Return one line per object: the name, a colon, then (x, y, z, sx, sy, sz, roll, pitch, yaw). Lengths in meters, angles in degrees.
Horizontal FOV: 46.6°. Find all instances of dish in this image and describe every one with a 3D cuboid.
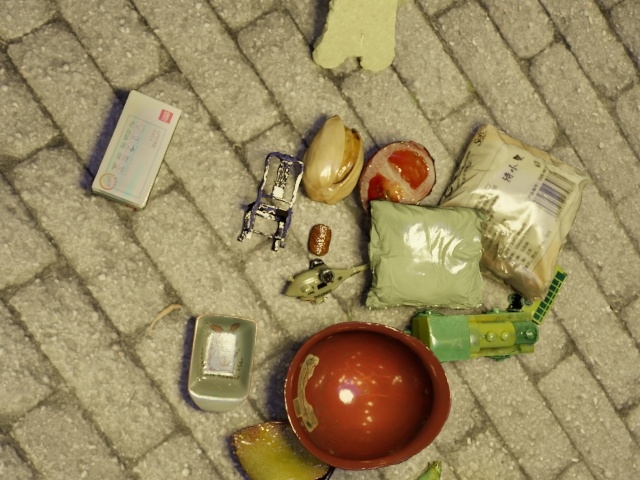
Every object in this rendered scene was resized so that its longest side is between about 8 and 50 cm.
dish: (-0.244, 0.300, 1.819, 0.154, 0.064, 0.234, 8, 83, -14)

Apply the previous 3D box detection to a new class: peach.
peach: (-0.098, 0.526, 1.839, 0.279, 0.068, 0.189, 29, 87, -13)

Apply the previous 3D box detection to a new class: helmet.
helmet: (0.114, 0.369, 1.809, 0.385, 0.230, 0.337, -5, 80, 4)

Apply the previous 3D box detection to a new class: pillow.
pillow: (0.266, 0.046, 1.860, 0.310, 0.138, 0.283, 4, 97, -2)

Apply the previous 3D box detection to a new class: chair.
chair: (-0.118, -0.097, 1.855, 0.106, 0.113, 0.229, 17, 83, -14)

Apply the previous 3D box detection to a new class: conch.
conch: (0.270, 0.640, 1.906, 0.079, 0.106, 0.170, 35, 74, -10)

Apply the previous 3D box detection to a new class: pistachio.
pistachio: (0.031, -0.204, 1.891, 0.157, 0.157, 0.229, 22, 73, -12)

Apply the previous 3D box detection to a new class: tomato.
tomato: (0.179, -0.161, 1.926, 0.228, 0.112, 0.199, -47, 118, -4)

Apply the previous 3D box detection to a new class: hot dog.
hot dog: (0.000, 0.000, 1.920, 0.058, 0.035, 0.083, 13, 82, -13)

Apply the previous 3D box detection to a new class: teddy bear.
teddy bear: (0.092, -0.701, 1.965, 0.327, 0.375, 0.362, 1, 44, -14)

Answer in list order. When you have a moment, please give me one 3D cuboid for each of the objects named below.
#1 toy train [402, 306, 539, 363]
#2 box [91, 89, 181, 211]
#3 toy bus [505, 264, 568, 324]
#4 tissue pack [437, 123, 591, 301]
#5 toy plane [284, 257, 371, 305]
toy train: (0.399, 0.244, 1.900, 0.369, 0.237, 0.150, -2, 84, -15)
box: (-0.445, -0.215, 1.799, 0.135, 0.079, 0.269, 21, 81, -11)
toy bus: (0.596, 0.138, 2.037, 0.101, 0.088, 0.175, 34, 81, -10)
tissue pack: (0.495, -0.080, 1.962, 0.390, 0.195, 0.375, 31, 82, 3)
toy plane: (0.043, 0.094, 1.902, 0.286, 0.092, 0.108, -21, 113, -14)
